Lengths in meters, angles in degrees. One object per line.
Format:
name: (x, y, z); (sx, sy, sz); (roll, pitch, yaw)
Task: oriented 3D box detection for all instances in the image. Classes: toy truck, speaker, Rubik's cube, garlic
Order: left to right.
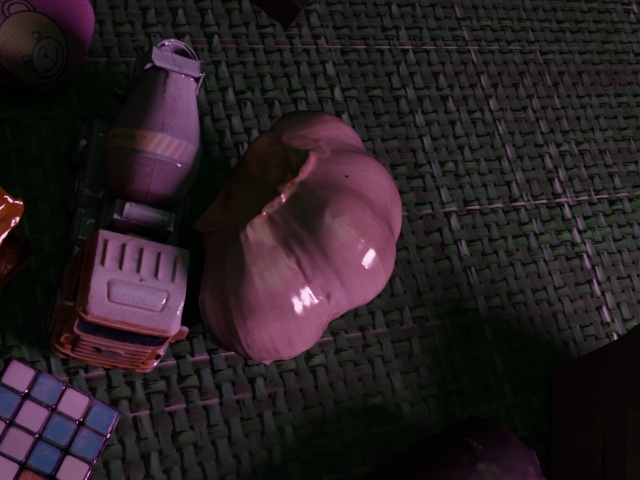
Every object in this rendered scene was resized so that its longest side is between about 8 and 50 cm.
Rubik's cube: (-0.216, 0.155, 0.748); (0.092, 0.092, 0.092); (29, 56, -11)
toy truck: (-0.151, -0.032, 0.844); (0.108, 0.140, 0.257); (15, 60, -21)
speaker: (-0.001, -0.310, 1.118); (0.046, 0.040, 0.191); (38, 55, -8)
garlic: (0.000, 0.000, 0.859); (0.142, 0.178, 0.230); (5, 59, 22)

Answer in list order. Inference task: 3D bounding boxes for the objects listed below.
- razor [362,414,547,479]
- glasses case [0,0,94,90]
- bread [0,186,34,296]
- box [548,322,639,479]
razor: (0.065, 0.282, 0.817); (0.326, 0.107, 0.189); (-23, 78, -32)
glasses case: (-0.352, -0.225, 0.876); (0.316, 0.076, 0.123); (21, 58, -17)
bread: (-0.412, -0.026, 0.682); (0.370, 0.191, 0.314); (36, 56, -5)
box: (0.312, 0.221, 0.947); (0.155, 0.149, 0.231); (18, 59, -18)
